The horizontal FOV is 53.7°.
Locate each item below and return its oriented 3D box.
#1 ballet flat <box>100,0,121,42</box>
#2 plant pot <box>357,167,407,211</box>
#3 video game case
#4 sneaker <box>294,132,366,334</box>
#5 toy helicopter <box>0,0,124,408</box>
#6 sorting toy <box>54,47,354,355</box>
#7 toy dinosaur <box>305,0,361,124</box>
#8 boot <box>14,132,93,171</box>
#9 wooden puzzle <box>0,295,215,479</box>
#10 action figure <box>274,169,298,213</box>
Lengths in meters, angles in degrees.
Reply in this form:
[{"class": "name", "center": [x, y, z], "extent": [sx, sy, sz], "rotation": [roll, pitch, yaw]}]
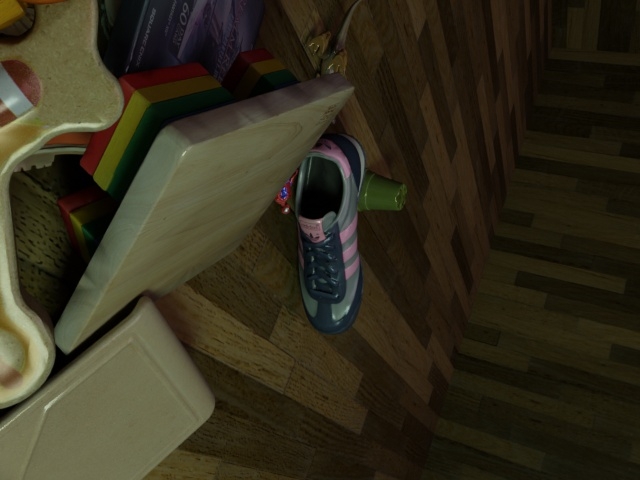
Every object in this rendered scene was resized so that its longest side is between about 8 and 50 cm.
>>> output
[{"class": "ballet flat", "center": [-0.158, -0.250, 0.534], "extent": [0.070, 0.070, 0.188], "rotation": [-31, 128, -57]}, {"class": "plant pot", "center": [0.116, -0.088, 1.184], "extent": [0.083, 0.079, 0.083], "rotation": [-38, 135, -52]}, {"class": "video game case", "center": [-0.115, -0.203, 0.615], "extent": [0.274, 0.026, 0.196], "rotation": [41, 64, -80]}, {"class": "sneaker", "center": [0.000, 0.000, 0.950], "extent": [0.131, 0.112, 0.319], "rotation": [-25, 116, -66]}, {"class": "toy helicopter", "center": [-0.234, -0.056, 0.367], "extent": [0.235, 0.140, 0.355], "rotation": [-8, 111, -23]}, {"class": "sorting toy", "center": [-0.122, -0.053, 0.575], "extent": [0.255, 0.089, 0.257], "rotation": [-50, 173, 35]}, {"class": "toy dinosaur", "center": [0.021, -0.281, 0.933], "extent": [0.112, 0.064, 0.211], "rotation": [-48, 157, -76]}, {"class": "boot", "center": [-0.210, -0.109, 0.519], "extent": [0.158, 0.059, 0.084], "rotation": [-27, 121, -57]}, {"class": "wooden puzzle", "center": [-0.219, 0.186, 0.601], "extent": [0.239, 0.044, 0.221], "rotation": [-45, 148, -22]}, {"class": "action figure", "center": [-0.050, -0.092, 0.897], "extent": [0.038, 0.030, 0.115], "rotation": [-43, 141, -58]}]
